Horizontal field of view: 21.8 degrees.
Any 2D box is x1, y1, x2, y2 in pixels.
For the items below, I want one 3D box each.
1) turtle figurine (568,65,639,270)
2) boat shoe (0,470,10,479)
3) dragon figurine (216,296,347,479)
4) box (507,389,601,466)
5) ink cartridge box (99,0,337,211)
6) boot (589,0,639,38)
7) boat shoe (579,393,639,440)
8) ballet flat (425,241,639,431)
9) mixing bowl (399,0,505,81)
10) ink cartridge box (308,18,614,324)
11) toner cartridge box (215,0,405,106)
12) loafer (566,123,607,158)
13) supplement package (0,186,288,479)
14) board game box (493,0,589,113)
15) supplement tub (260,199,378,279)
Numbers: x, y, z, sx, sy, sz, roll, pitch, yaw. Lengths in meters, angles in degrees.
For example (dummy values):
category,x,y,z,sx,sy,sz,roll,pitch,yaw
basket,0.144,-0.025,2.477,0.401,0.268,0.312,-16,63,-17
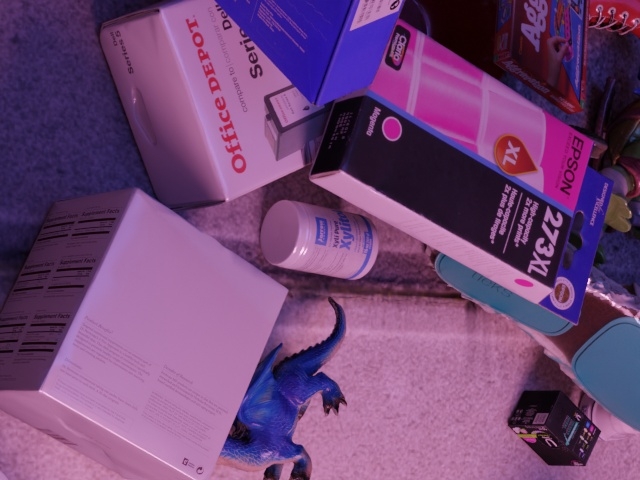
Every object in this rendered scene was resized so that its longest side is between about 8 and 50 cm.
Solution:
category,x,y,z,sx,sy,sz,roll,pitch,yaw
turtle figurine,0.416,-0.061,1.962,0.266,0.198,0.274,-42,108,-34
boat shoe,-0.295,0.263,1.434,0.105,0.113,0.306,-45,111,-24
dragon figurine,-0.059,0.151,1.643,0.144,0.085,0.289,40,65,-30
box,0.270,0.217,1.911,0.083,0.062,0.052,44,61,-28
ink cartridge box,-0.055,-0.168,1.649,0.273,0.115,0.198,-27,104,-36
boot,0.339,-0.259,1.968,0.244,0.088,0.176,44,61,-5
boat shoe,0.430,0.190,2.025,0.258,0.084,0.095,-22,100,-37
ballet flat,0.299,0.068,1.870,0.409,0.147,0.147,37,64,-15
mixing bowl,0.112,-0.234,1.797,0.181,0.098,0.181,3,86,-39
ink cartridge box,0.168,-0.065,1.689,0.371,0.069,0.175,29,69,-30
toner cartridge box,-0.063,-0.299,1.505,0.075,0.165,0.348,-24,61,-36
loafer,0.252,-0.109,1.891,0.056,0.148,0.050,-30,130,-70
supplement package,-0.175,0.090,1.514,0.194,0.149,0.203,36,66,-31
board game box,0.252,-0.296,1.851,0.145,0.027,0.281,26,60,-41
supplement tub,0.000,0.000,1.710,0.107,0.071,0.071,11,80,-38
